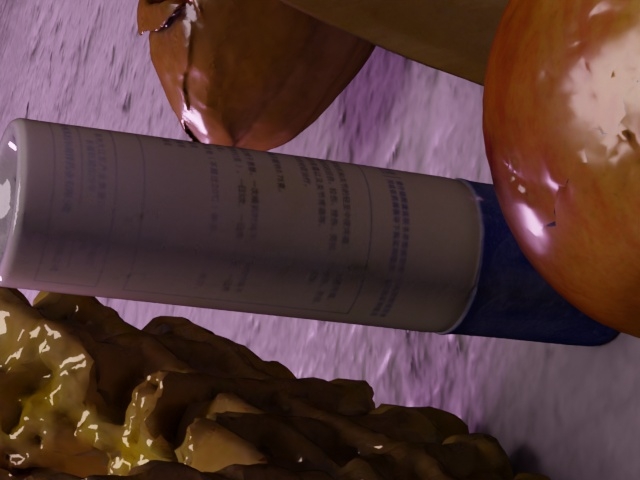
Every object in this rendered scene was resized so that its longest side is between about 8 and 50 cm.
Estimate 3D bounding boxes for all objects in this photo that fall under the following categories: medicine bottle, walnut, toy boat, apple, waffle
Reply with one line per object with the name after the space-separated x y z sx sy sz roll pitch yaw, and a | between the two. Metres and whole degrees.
0.000 0.000 0.635 0.059 0.231 0.059 -172 90 -70 | medicine bottle
-0.019 -0.157 0.898 0.137 0.137 0.245 22 93 69 | walnut
0.036 -0.105 0.642 0.077 0.200 0.057 -78 10 -54 | toy boat
0.111 -0.032 0.478 0.146 0.146 0.146 -173 90 -69 | apple
-0.043 0.126 0.668 0.324 0.261 0.151 39 112 63 | waffle
